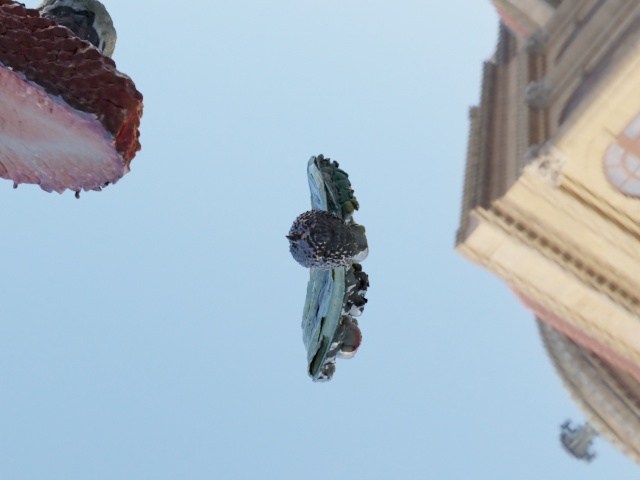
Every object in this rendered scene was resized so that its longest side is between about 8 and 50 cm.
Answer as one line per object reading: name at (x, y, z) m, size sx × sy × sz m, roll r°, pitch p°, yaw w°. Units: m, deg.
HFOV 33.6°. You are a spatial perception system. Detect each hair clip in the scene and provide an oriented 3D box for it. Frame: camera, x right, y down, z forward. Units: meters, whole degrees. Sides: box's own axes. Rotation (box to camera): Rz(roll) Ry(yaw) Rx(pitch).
hair clip at (0.026, 0.041, 1.443) m, size 0.091 × 0.321 × 0.138 m, roll -2°, pitch -148°, yaw -9°

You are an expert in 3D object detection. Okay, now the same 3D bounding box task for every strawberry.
strawberry at (-0.257, -0.131, 0.918) m, size 0.286 × 0.188 × 0.106 m, roll 17°, pitch -128°, yaw 24°

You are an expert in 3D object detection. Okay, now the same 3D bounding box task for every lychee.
lychee at (0.000, 0.000, 1.154) m, size 0.083 × 0.067 × 0.068 m, roll 17°, pitch 173°, yaw -22°

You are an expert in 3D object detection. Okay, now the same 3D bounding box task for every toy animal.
toy animal at (-0.280, -0.203, 1.130) m, size 0.098 × 0.137 × 0.098 m, roll 30°, pitch -139°, yaw -30°
